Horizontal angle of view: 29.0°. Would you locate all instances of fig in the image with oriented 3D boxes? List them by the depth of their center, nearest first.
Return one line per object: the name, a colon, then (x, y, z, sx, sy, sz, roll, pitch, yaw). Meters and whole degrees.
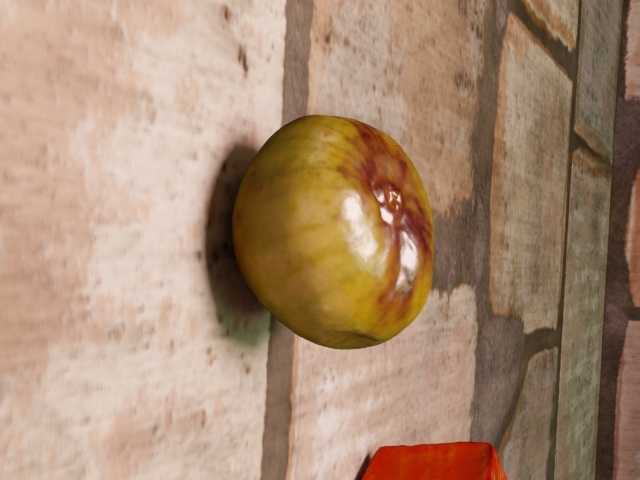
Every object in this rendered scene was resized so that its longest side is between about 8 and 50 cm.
fig: (0.009, -0.003, 0.748, 0.136, 0.121, 0.153, -53, 143, -50)

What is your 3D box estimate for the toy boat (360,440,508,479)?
toy boat: (0.068, 0.291, 0.921, 0.332, 0.145, 0.133, -58, 138, -60)
